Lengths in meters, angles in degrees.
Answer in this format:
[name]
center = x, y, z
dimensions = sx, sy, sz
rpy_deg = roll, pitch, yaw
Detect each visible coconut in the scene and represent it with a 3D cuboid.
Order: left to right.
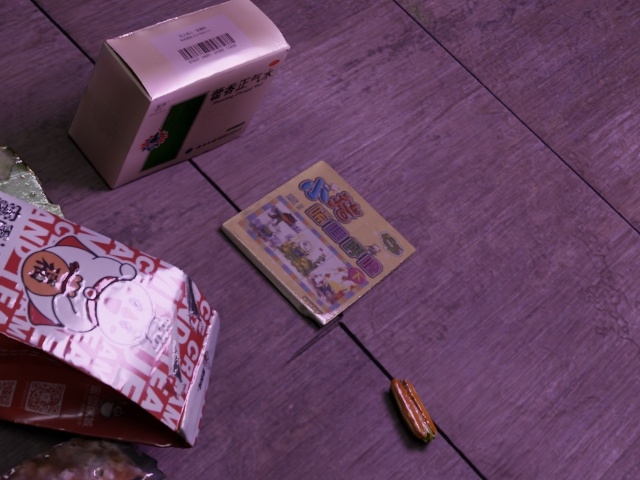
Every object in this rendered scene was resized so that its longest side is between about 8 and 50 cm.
[coconut]
center = -0.320, -0.023, 1.358
dimensions = 0.133, 0.055, 0.158
rpy_deg = -15, 62, -34

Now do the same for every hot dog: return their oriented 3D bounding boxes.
[hot dog]
center = 0.102, 0.190, 1.440
dimensions = 0.037, 0.021, 0.083
rpy_deg = 10, 45, -47

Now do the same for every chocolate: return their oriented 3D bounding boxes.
[chocolate]
center = -0.293, 0.262, 1.155
dimensions = 0.329, 0.065, 0.102
rpy_deg = -23, 48, -39

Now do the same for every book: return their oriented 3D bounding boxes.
[book]
center = 0.000, 0.000, 1.538
dimensions = 0.168, 0.013, 0.192
rpy_deg = 45, 47, 10

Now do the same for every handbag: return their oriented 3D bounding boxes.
[handbag]
center = -0.244, 0.094, 1.249
dimensions = 0.298, 0.151, 0.171
rpy_deg = 25, 43, -11

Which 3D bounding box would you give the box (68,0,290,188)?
[box]
center = -0.161, -0.172, 1.478
dimensions = 0.212, 0.168, 0.095
rpy_deg = -28, 70, -39
